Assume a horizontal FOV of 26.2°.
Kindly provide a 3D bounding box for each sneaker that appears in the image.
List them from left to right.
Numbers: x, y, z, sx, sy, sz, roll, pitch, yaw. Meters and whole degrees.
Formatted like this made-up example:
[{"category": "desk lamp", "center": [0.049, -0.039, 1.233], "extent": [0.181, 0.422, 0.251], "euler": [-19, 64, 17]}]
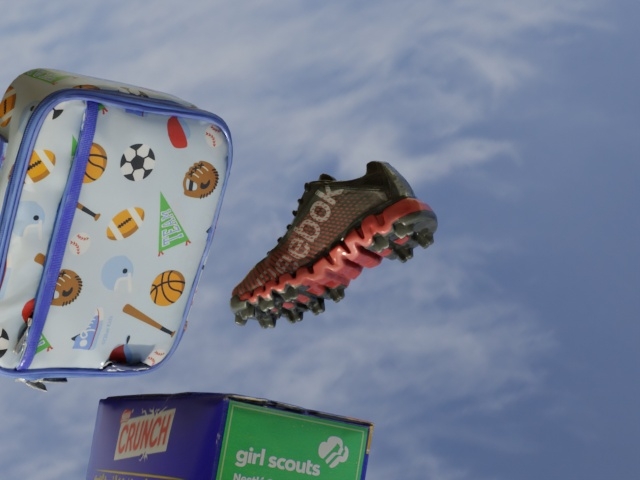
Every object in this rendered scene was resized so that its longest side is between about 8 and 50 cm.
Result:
[{"category": "sneaker", "center": [0.000, 0.000, 1.631], "extent": [0.276, 0.097, 0.135], "euler": [-32, -115, 16]}]

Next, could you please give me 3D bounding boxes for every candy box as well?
[{"category": "candy box", "center": [-0.095, 0.274, 0.988], "extent": [0.268, 0.122, 0.317], "euler": [-14, -114, 63]}]

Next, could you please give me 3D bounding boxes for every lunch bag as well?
[{"category": "lunch bag", "center": [-0.226, -0.004, 1.315], "extent": [0.115, 0.243, 0.303], "euler": [30, -72, 47]}]
